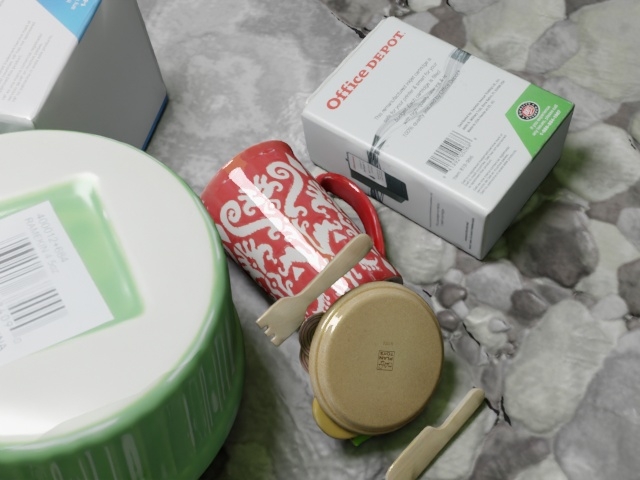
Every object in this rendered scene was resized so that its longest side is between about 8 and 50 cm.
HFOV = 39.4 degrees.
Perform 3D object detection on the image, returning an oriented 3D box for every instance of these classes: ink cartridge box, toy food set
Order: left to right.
[{"bbox_3d":[-0.323,-0.149,0.859,0.270,0.197,0.198,12,61,12],"label":"ink cartridge box"},{"bbox_3d":[0.040,0.096,0.718,0.132,0.192,0.038,-42,19,-18],"label":"toy food set"},{"bbox_3d":[0.108,-0.103,0.853,0.208,0.087,0.153,33,67,22],"label":"ink cartridge box"}]

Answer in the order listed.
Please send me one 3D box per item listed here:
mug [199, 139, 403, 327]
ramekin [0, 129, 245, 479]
[{"bbox_3d":[-0.002,-0.003,0.792,0.150,0.113,0.169,-37,65,-15],"label":"mug"},{"bbox_3d":[-0.206,0.061,0.669,0.303,0.148,0.303,3,55,-5],"label":"ramekin"}]
